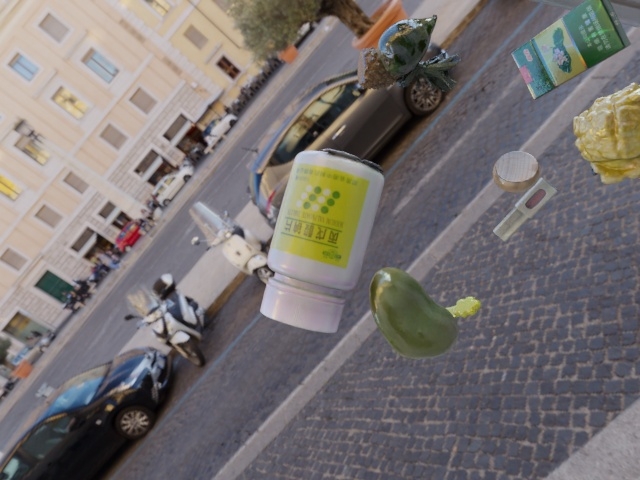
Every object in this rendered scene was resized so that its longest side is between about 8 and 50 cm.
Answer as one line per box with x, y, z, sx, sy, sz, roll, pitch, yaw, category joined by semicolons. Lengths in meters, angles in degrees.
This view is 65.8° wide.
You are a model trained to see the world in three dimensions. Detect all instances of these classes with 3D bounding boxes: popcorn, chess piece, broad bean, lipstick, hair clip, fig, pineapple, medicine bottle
0.563;-0.197;0.912;0.170;0.180;0.180;91;-158;-56;popcorn
0.367;-0.128;0.927;0.084;0.038;0.083;-8;55;12;chess piece
0.201;0.177;1.146;0.121;0.263;0.189;-31;23;47;broad bean
0.737;-0.109;1.789;0.253;0.079;0.077;-51;-12;24;lipstick
0.485;0.244;1.740;0.173;0.046;0.072;-28;49;44;hair clip
0.221;-0.479;1.176;0.177;0.117;0.117;-38;20;-1;fig
0.243;-0.463;1.358;0.119;0.277;0.130;116;149;-69;pineapple
0.000;0.000;1.122;0.213;0.213;0.378;13;88;68;medicine bottle

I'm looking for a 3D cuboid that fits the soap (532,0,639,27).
0.936;-0.921;1.583;0.350;0.435;0.213;98;-171;-51;soap

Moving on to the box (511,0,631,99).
0.560;-0.434;1.125;0.034;0.132;0.235;-27;0;-28;box
